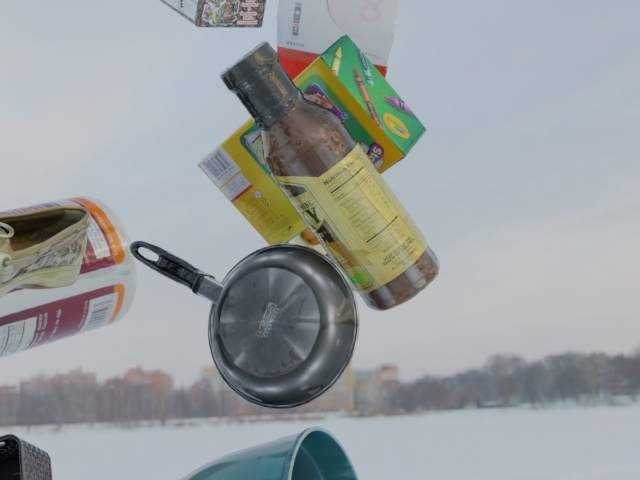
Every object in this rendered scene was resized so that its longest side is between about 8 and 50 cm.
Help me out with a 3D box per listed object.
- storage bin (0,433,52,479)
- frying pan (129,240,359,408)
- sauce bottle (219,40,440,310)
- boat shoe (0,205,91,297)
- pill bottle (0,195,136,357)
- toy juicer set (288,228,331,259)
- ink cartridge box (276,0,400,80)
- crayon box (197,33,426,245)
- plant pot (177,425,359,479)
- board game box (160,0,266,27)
[{"bbox_3d":[-0.419,0.358,1.380,0.122,0.180,0.084,-17,-30,8],"label":"storage bin"},{"bbox_3d":[-0.089,0.053,1.272,0.197,0.326,0.053,-44,-22,10],"label":"frying pan"},{"bbox_3d":[0.008,-0.077,1.261,0.111,0.344,0.111,-34,11,7],"label":"sauce bottle"},{"bbox_3d":[-0.355,0.003,1.157,0.105,0.089,0.285,28,12,15],"label":"boat shoe"},{"bbox_3d":[-0.502,0.069,1.630,0.392,0.224,0.224,-15,2,-44],"label":"pill bottle"},{"bbox_3d":[0.000,0.000,1.670,0.089,0.329,0.209,-7,-34,40],"label":"toy juicer set"},{"bbox_3d":[0.022,-0.317,1.690,0.189,0.232,0.066,11,15,5],"label":"ink cartridge box"},{"bbox_3d":[-0.016,-0.123,1.412,0.278,0.165,0.081,-35,10,40],"label":"crayon box"},{"bbox_3d":[-0.098,0.384,1.288,0.255,0.271,0.272,-14,-13,18],"label":"plant pot"},{"bbox_3d":[-0.202,-0.572,1.980,0.141,0.291,0.232,-8,33,-35],"label":"board game box"}]
